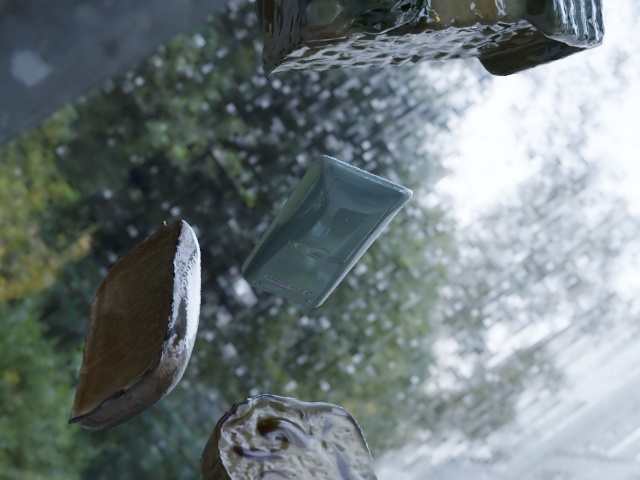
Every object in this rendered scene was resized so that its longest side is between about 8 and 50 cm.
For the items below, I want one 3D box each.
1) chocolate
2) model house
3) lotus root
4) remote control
[{"bbox_3d":[-0.189,0.103,1.870,0.083,0.161,0.261,40,34,-27],"label":"chocolate"},{"bbox_3d":[0.133,-0.395,1.591,0.395,0.400,0.445,152,-66,-76],"label":"model house"},{"bbox_3d":[-0.052,0.287,1.810,0.180,0.199,0.188,-51,-140,39],"label":"lotus root"},{"bbox_3d":[0.000,-0.001,1.778,0.103,0.051,0.293,22,-29,-10],"label":"remote control"}]
